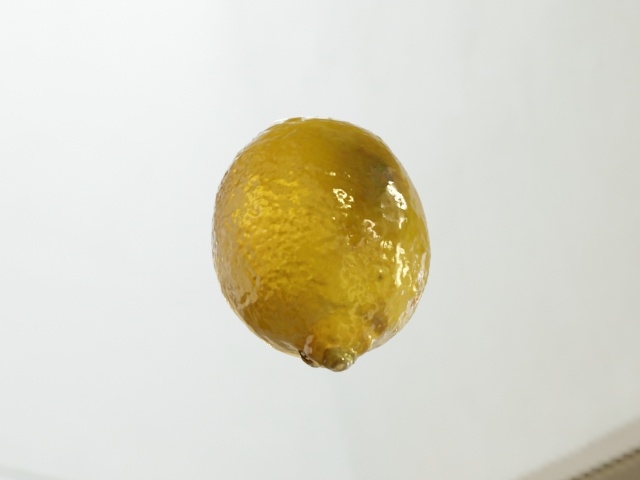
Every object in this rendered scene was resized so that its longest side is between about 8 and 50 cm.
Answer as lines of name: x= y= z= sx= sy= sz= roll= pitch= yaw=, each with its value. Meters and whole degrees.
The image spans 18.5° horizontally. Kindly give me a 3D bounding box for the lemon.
lemon: x=0.000 y=0.000 z=1.664 sx=0.188 sy=0.257 sz=0.188 roll=-9 pitch=-37 yaw=-7
